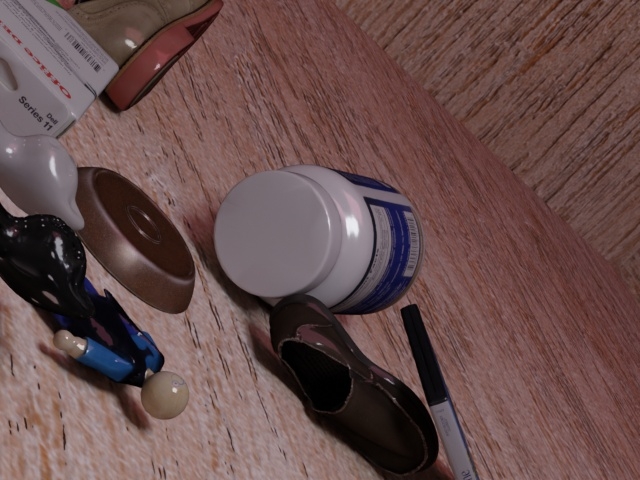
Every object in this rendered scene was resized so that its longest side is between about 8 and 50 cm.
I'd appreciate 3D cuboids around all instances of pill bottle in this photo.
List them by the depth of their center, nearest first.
[{"bbox_3d":[0.000,0.000,1.796,0.153,0.153,0.264,54,15,16],"label":"pill bottle"}]

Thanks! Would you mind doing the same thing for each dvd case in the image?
[{"bbox_3d":[0.137,0.209,1.739,0.180,0.022,0.253,-104,174,-61],"label":"dvd case"}]

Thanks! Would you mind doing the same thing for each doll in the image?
[{"bbox_3d":[-0.172,0.065,1.340,0.189,0.046,0.129,48,15,9],"label":"doll"}]

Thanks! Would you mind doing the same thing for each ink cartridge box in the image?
[{"bbox_3d":[-0.272,-0.157,1.525,0.153,0.087,0.208,47,14,-10],"label":"ink cartridge box"}]

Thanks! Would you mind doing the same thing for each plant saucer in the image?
[{"bbox_3d":[-0.168,-0.008,1.573,0.168,0.029,0.168,44,16,-16],"label":"plant saucer"}]

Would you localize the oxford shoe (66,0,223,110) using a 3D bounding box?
[{"bbox_3d":[-0.198,-0.250,1.920,0.130,0.123,0.348,42,14,-7],"label":"oxford shoe"}]

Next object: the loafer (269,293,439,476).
[{"bbox_3d":[0.024,0.152,1.660,0.220,0.080,0.078,45,27,-11],"label":"loafer"}]

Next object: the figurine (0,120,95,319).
[{"bbox_3d":[-0.251,-0.046,1.254,0.209,0.092,0.215,34,19,-24],"label":"figurine"}]
